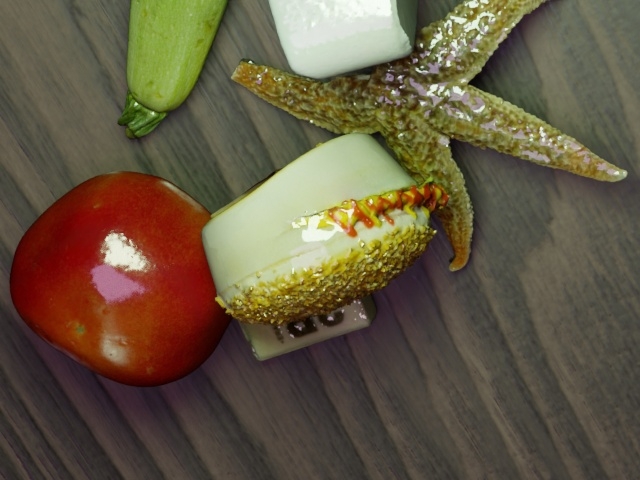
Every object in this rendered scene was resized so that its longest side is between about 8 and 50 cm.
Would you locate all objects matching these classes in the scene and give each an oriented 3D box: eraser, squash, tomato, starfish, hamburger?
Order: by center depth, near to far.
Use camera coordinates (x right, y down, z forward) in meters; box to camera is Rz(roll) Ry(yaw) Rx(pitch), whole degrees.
[{"bbox_3d":[0.006,-0.376,1.771,0.150,0.331,0.331,-11,106,14],"label":"eraser"},{"bbox_3d":[0.000,0.000,1.907,0.294,0.276,0.179,-33,82,32],"label":"hamburger"},{"bbox_3d":[0.146,-0.163,1.961,0.398,0.132,0.384,-35,103,23],"label":"starfish"},{"bbox_3d":[-0.182,-0.248,2.006,0.137,0.137,0.287,15,122,6],"label":"squash"},{"bbox_3d":[-0.255,0.055,2.030,0.299,0.226,0.298,13,123,22],"label":"tomato"},{"bbox_3d":[-0.025,0.081,2.104,0.172,0.058,0.117,-19,104,17],"label":"eraser"}]
